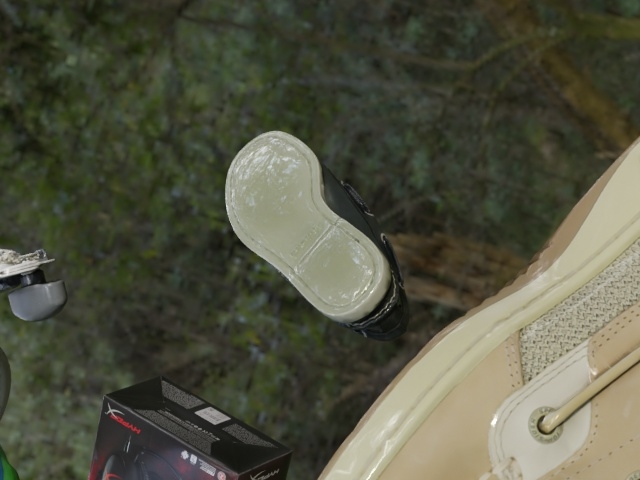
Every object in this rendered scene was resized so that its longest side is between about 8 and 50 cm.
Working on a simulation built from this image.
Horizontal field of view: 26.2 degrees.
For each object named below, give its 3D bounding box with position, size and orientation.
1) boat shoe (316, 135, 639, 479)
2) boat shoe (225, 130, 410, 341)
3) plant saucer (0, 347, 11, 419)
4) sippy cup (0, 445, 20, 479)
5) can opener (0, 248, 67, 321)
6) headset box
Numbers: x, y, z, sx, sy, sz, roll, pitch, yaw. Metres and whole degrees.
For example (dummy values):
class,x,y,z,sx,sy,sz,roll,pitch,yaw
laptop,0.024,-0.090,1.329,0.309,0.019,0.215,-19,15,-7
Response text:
class,x,y,z,sx,sy,sz,roll,pitch,yaw
boat shoe,0.094,0.074,0.503,0.302,0.098,0.109,-45,-29,-19
boat shoe,0.003,-0.003,1.518,0.127,0.113,0.340,-47,41,1
plant saucer,-0.531,0.230,1.520,0.400,0.100,0.400,-42,-21,-20
sippy cup,-0.336,0.133,0.885,0.305,0.240,0.224,-118,14,-45
can opener,-0.398,0.059,1.670,0.280,0.074,0.093,-9,95,56
headset box,-0.175,0.345,1.654,0.110,0.218,0.293,-14,-56,-53
